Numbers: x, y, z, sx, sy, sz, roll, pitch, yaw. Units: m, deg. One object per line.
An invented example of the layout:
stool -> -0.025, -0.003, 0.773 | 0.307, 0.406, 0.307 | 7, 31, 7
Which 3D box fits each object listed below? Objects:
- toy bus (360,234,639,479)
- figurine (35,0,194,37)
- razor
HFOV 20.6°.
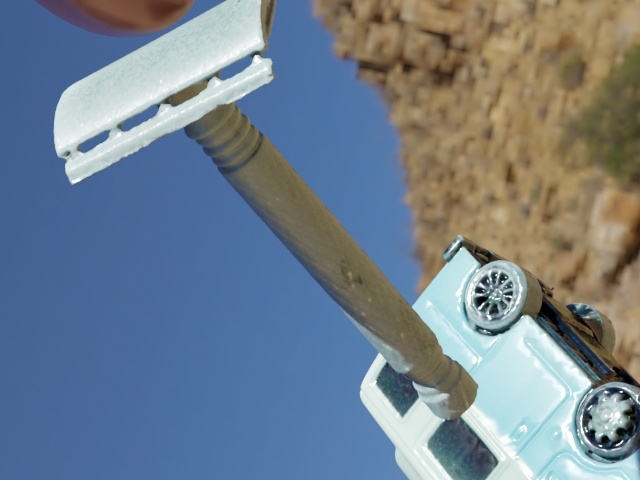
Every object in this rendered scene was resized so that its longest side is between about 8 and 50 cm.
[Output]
toy bus -> 0.154, 0.143, 1.166 | 0.165, 0.271, 0.133 | -50, -41, 11
figurine -> -0.121, -0.231, 0.827 | 0.261, 0.269, 0.211 | 6, -110, -49
razor -> 0.000, 0.000, 0.761 | 0.232, 0.106, 0.068 | 48, -149, -30
